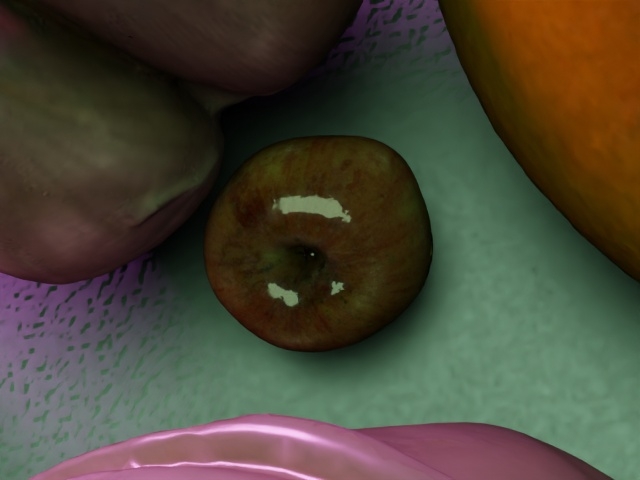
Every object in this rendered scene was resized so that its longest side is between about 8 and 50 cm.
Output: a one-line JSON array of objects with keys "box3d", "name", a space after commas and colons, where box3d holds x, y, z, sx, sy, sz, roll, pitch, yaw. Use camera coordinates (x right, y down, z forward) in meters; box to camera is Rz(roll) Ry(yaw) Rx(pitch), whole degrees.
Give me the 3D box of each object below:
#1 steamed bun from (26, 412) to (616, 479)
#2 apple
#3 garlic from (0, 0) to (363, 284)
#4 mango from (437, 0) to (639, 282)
[{"box3d": [-0.024, 0.200, 0.539, 0.342, 0.255, 0.367, 19, 70, 38], "name": "steamed bun"}, {"box3d": [0.000, 0.000, 0.717, 0.084, 0.071, 0.084, 1, 101, 7], "name": "apple"}, {"box3d": [-0.110, -0.100, 0.680, 0.237, 0.292, 0.210, 26, 102, -26], "name": "garlic"}, {"box3d": [0.154, -0.152, 0.659, 0.301, 0.220, 0.445, -46, 65, 11], "name": "mango"}]
